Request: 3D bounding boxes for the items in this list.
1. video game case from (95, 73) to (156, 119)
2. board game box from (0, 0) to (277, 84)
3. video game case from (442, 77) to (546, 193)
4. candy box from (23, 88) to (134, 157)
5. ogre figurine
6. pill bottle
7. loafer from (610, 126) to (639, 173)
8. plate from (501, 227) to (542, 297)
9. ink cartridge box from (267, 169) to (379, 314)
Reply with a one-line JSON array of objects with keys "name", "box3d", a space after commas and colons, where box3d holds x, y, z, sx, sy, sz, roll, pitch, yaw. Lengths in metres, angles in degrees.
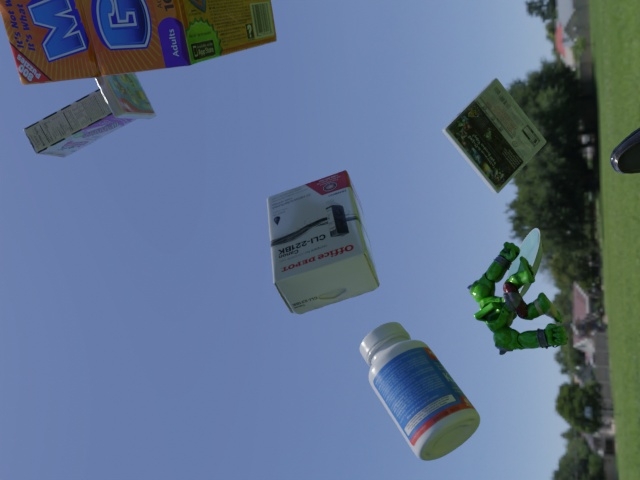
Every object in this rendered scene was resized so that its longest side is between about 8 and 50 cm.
[{"name": "video game case", "box3d": [-0.492, -0.418, 1.482, 0.285, 0.025, 0.204, 65, -170, -6]}, {"name": "board game box", "box3d": [-0.334, -0.504, 1.158, 0.356, 0.357, 0.356, -48, -46, -60]}, {"name": "video game case", "box3d": [0.385, -0.229, 1.400, 0.173, 0.022, 0.190, -45, -77, -11]}, {"name": "candy box", "box3d": [-0.575, -0.288, 1.554, 0.071, 0.234, 0.159, 64, -176, -3]}, {"name": "ogre figurine", "box3d": [0.330, 0.108, 1.098, 0.197, 0.118, 0.097, 62, -156, 13]}, {"name": "pill bottle", "box3d": [0.159, 0.247, 1.082, 0.221, 0.124, 0.124, 55, 180, 38]}, {"name": "loafer", "box3d": [0.451, -0.123, 0.787, 0.062, 0.170, 0.061, 59, -161, -21]}, {"name": "plate", "box3d": [0.441, 0.064, 1.374, 0.188, 0.024, 0.188, 22, -90, -86]}, {"name": "ink cartridge box", "box3d": [0.000, 0.000, 1.360, 0.272, 0.197, 0.114, -99, -13, -45]}]
